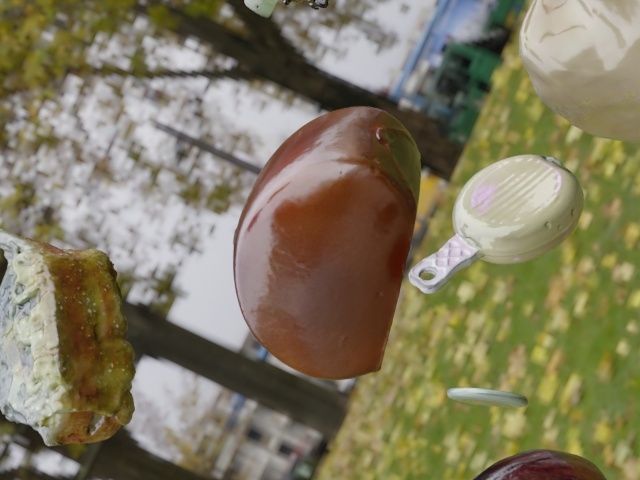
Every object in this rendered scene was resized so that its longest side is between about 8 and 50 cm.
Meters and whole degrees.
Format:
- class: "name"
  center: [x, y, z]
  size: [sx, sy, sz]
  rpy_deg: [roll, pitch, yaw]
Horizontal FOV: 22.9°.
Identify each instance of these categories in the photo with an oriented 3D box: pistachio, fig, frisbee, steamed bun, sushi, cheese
- class: "pistachio"
  center: [0.428, -0.281, 1.806]
  size: [0.445, 0.365, 0.281]
  rpy_deg: [-34, 28, 38]
- class: "fig"
  center: [0.204, 0.325, 1.754]
  size: [0.186, 0.250, 0.203]
  rpy_deg: [178, 106, -73]
- class: "frisbee"
  center: [0.223, 0.211, 2.109]
  size: [0.110, 0.110, 0.014]
  rpy_deg: [79, -163, -79]
- class: "steamed bun"
  center: [0.000, 0.000, 2.289]
  size: [0.235, 0.248, 0.379]
  rpy_deg: [-80, 1, -59]
- class: "sushi"
  center: [-0.315, 0.110, 1.895]
  size: [0.184, 0.139, 0.274]
  rpy_deg: [-23, 70, 50]
- class: "cheese"
  center: [0.194, -0.013, 1.794]
  size: [0.227, 0.137, 0.064]
  rpy_deg: [-36, -45, -20]

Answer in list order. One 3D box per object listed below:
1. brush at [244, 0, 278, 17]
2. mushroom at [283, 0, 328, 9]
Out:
- class: "brush"
  center: [-0.026, -0.296, 1.560]
  size: [0.178, 0.033, 0.030]
  rpy_deg: [-59, 9, 28]
- class: "mushroom"
  center: [-0.003, -0.416, 1.886]
  size: [0.195, 0.263, 0.283]
  rpy_deg: [116, 155, -59]
